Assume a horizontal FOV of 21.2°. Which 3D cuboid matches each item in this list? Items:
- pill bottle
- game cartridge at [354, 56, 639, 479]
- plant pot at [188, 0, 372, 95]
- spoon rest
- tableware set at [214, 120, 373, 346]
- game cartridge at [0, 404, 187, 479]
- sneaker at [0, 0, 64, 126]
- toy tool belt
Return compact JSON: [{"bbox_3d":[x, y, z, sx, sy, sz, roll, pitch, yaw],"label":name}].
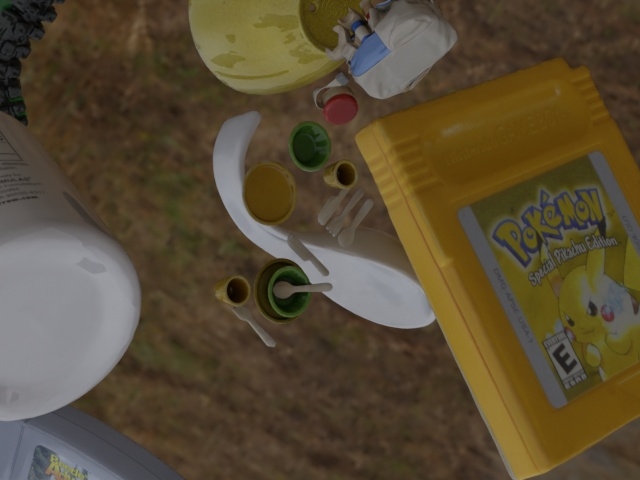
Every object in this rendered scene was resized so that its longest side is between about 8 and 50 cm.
[{"bbox_3d":[-0.210,-0.007,1.023,0.229,0.131,0.131,46,170,45],"label":"pill bottle"},{"bbox_3d":[0.201,0.011,1.497,0.053,0.285,0.323,-27,87,48],"label":"game cartridge"},{"bbox_3d":[-0.017,-0.173,1.274,0.095,0.134,0.134,12,148,54],"label":"plant pot"},{"bbox_3d":[0.000,0.000,1.610,0.276,0.084,0.137,43,151,-21],"label":"spoon rest"},{"bbox_3d":[-0.022,-0.007,1.249,0.104,0.154,0.024,47,155,-23],"label":"tableware set"},{"bbox_3d":[-0.210,0.261,1.602,0.294,0.060,0.196,30,125,14],"label":"game cartridge"},{"bbox_3d":[-0.320,-0.155,1.463,0.146,0.134,0.343,44,119,36],"label":"sneaker"},{"bbox_3d":[0.030,-0.103,0.915,0.083,0.051,0.052,-38,133,16],"label":"toy tool belt"}]
